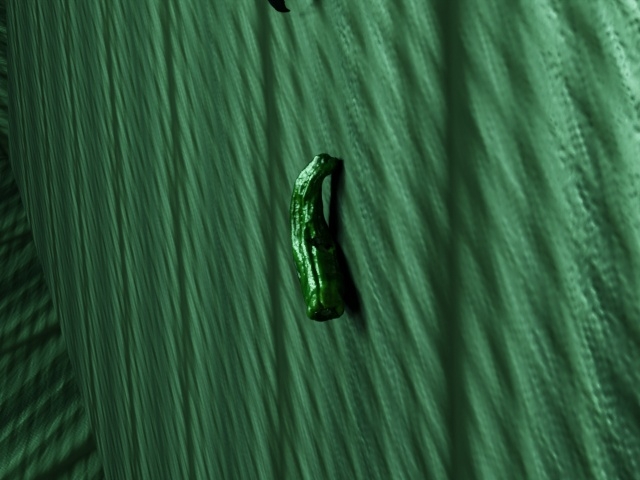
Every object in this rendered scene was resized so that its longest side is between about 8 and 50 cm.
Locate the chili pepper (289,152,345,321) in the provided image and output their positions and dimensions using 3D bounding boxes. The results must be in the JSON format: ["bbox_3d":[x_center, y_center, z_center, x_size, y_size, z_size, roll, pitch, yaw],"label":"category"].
[{"bbox_3d":[-0.002,-0.002,1.137,0.073,0.050,0.182,159,106,-73],"label":"chili pepper"}]

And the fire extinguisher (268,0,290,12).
[{"bbox_3d":[-0.061,-0.422,1.108,0.135,0.114,0.337,-22,-68,-71],"label":"fire extinguisher"}]
